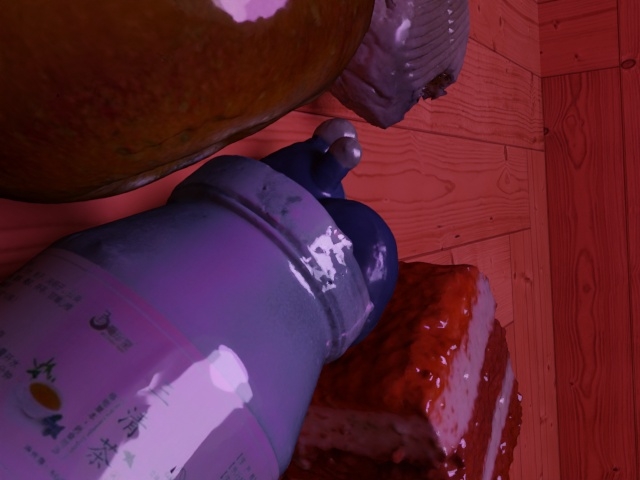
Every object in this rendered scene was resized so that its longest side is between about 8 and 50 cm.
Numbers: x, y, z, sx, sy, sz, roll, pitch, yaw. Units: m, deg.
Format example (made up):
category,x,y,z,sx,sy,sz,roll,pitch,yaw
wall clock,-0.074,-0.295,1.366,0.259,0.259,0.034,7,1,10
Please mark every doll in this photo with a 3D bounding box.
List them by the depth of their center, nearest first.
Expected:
category,x,y,z,sx,sy,sz,roll,pitch,yaw
doll,0.000,0.000,0.796,0.154,0.228,0.258,-3,47,-37

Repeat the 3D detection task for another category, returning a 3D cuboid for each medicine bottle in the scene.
category,x,y,z,sx,sy,sz,roll,pitch,yaw
medicine bottle,-0.121,0.095,0.508,0.290,0.245,0.244,-47,129,-32

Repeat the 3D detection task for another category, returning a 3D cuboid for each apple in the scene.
category,x,y,z,sx,sy,sz,roll,pitch,yaw
apple,-0.150,-0.210,0.458,0.384,0.375,0.374,-52,134,-71

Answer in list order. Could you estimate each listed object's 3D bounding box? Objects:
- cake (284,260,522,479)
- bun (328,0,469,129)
category,x,y,z,sx,sy,sz,roll,pitch,yaw
cake,0.095,0.211,0.905,0.270,0.270,0.319,-59,137,-44
bun,0.081,-0.313,0.984,0.281,0.205,0.281,-36,133,-51
